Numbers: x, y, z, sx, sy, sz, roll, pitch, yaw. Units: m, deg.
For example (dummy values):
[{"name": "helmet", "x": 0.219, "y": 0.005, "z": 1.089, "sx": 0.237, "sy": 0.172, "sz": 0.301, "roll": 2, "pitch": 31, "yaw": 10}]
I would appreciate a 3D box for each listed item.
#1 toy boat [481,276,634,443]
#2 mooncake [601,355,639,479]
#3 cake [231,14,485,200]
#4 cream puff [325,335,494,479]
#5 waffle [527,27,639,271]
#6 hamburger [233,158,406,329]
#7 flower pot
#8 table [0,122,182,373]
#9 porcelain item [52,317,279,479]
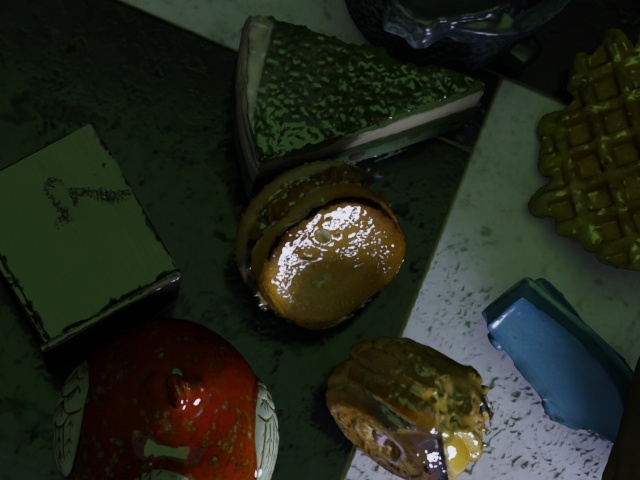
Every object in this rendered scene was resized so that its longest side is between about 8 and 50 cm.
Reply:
[{"name": "toy boat", "x": 0.290, "y": 0.140, "z": 1.852, "sx": 0.238, "sy": 0.098, "sz": 0.109, "roll": 47, "pitch": 119, "yaw": -4}, {"name": "mooncake", "x": 0.519, "y": 0.232, "z": 1.666, "sx": 0.467, "sy": 0.467, "sz": 0.262, "roll": 16, "pitch": 74, "yaw": -3}, {"name": "cake", "x": 0.028, "y": -0.180, "z": 1.852, "sx": 0.283, "sy": 0.158, "sz": 0.172, "roll": -18, "pitch": 79, "yaw": -12}, {"name": "cream puff", "x": 0.102, "y": 0.177, "z": 1.770, "sx": 0.189, "sy": 0.189, "sz": 0.129, "roll": 36, "pitch": 69, "yaw": 2}, {"name": "waffle", "x": 0.394, "y": -0.109, "z": 1.873, "sx": 0.307, "sy": 0.060, "sz": 0.312, "roll": 16, "pitch": 81, "yaw": 28}, {"name": "hamburger", "x": -0.003, "y": 0.008, "z": 1.802, "sx": 0.181, "sy": 0.191, "sz": 0.118, "roll": -20, "pitch": 38, "yaw": -12}, {"name": "flower pot", "x": 0.158, "y": -0.325, "z": 1.831, "sx": 0.299, "sy": 0.283, "sz": 0.299, "roll": 3, "pitch": 73, "yaw": -10}, {"name": "table", "x": -0.273, "y": 0.013, "z": 1.762, "sx": 0.172, "sy": 0.169, "sz": 0.193, "roll": -29, "pitch": 83, "yaw": -13}, {"name": "porcelain item", "x": -0.160, "y": 0.196, "z": 1.705, "sx": 0.253, "sy": 0.253, "sz": 0.253, "roll": 2, "pitch": 77, "yaw": -7}]
